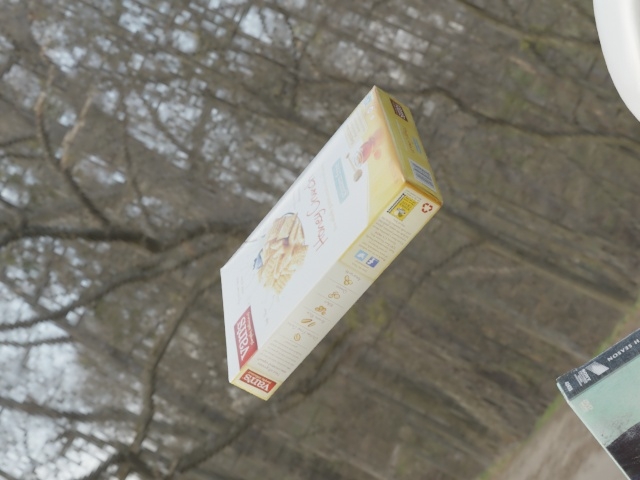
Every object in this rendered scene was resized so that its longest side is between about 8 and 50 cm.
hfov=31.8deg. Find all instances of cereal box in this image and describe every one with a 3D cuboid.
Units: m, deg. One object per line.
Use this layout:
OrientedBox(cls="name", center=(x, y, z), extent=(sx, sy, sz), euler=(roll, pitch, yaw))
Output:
OrientedBox(cls="cereal box", center=(0.000, 0.000, 0.971), extent=(0.240, 0.047, 0.173), euler=(-49, 26, 22))

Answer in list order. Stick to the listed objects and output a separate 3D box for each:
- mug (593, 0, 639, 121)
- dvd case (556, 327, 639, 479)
OrientedBox(cls="mug", center=(0.263, -0.225, 0.617), extent=(0.276, 0.328, 0.374), euler=(-133, 40, -69))
OrientedBox(cls="dvd case", center=(0.149, 0.043, 0.371), extent=(0.119, 0.087, 0.013), euler=(-35, 30, 9))
